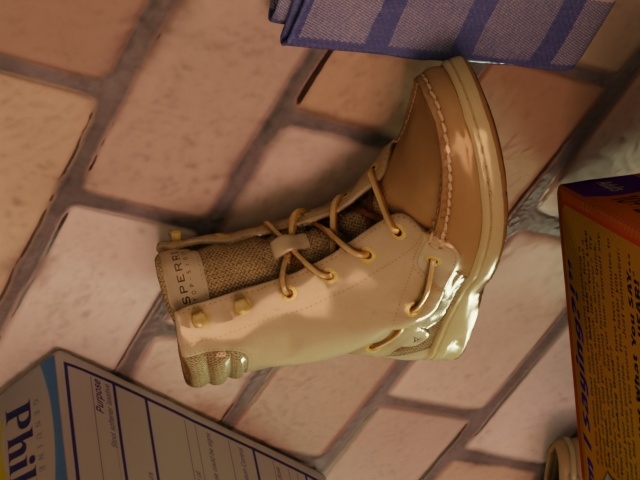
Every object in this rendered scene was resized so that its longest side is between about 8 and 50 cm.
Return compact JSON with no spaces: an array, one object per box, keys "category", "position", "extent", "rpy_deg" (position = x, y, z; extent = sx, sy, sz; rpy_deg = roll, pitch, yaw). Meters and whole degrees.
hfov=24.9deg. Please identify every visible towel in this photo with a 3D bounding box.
[{"category":"towel","position":[0.104,-0.209,0.754],"extent":[0.209,0.034,0.285],"rpy_deg":[3,136,-22]}]

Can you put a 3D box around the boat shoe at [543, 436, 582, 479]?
[{"category":"boat shoe","position":[0.203,0.268,1.236],"extent":[0.089,0.105,0.285],"rpy_deg":[3,124,-14]}]

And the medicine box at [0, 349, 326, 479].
[{"category":"medicine box","position":[-0.110,0.261,1.004],"extent":[0.149,0.263,0.289],"rpy_deg":[-40,132,23]}]

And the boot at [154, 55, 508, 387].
[{"category":"boot","position":[0.000,0.000,0.890],"extent":[0.203,0.095,0.262],"rpy_deg":[-7,146,-9]}]

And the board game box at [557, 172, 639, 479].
[{"category":"board game box","position":[0.362,0.140,0.835],"extent":[0.356,0.356,0.357],"rpy_deg":[-7,100,-3]}]
